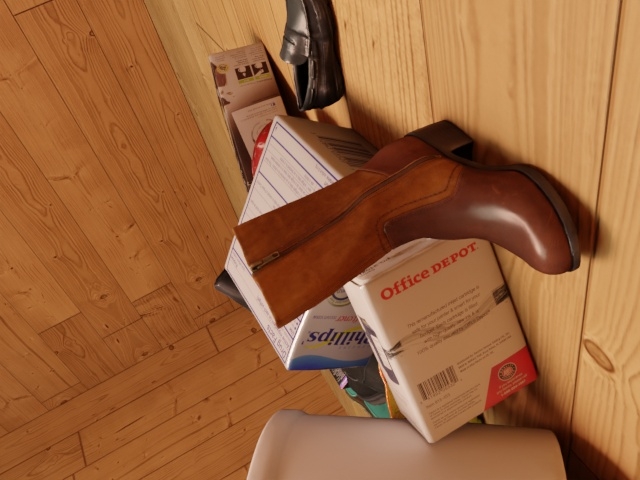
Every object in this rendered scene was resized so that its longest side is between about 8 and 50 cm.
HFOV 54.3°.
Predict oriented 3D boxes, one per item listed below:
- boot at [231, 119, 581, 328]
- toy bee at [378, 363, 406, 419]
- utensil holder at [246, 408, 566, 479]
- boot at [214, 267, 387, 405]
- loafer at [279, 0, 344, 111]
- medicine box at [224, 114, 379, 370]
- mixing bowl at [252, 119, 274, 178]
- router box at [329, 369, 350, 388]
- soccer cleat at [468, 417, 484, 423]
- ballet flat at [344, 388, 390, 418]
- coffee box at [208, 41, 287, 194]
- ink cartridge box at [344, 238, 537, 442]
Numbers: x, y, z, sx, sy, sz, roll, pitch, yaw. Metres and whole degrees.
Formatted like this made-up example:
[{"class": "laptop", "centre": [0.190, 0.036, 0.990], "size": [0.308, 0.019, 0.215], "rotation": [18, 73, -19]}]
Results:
[{"class": "boot", "centre": [0.070, 0.000, 0.619], "size": [0.264, 0.280, 0.096], "rotation": [53, 166, 40]}, {"class": "toy bee", "centre": [0.150, 0.299, 1.041], "size": [0.195, 0.162, 0.298], "rotation": [69, 178, -54]}, {"class": "utensil holder", "centre": [0.121, 0.400, 0.842], "size": [0.327, 0.385, 0.328], "rotation": [-2, -90, -76]}, {"class": "boot", "centre": [-0.019, 0.181, 1.302], "size": [0.445, 0.146, 0.367], "rotation": [28, 160, -8]}, {"class": "loafer", "centre": [-0.022, -0.280, 0.895], "size": [0.076, 0.078, 0.223], "rotation": [52, 165, 40]}, {"class": "medicine box", "centre": [0.000, 0.000, 0.939], "size": [0.263, 0.149, 0.289], "rotation": [50, 126, 47]}, {"class": "mixing bowl", "centre": [-0.022, -0.133, 1.100], "size": [0.098, 0.181, 0.182], "rotation": [-1, 121, 44]}, {"class": "router box", "centre": [0.092, 0.300, 1.582], "size": [0.133, 0.178, 0.046], "rotation": [55, 126, 32]}, {"class": "soccer cleat", "centre": [0.240, 0.377, 1.172], "size": [0.093, 0.121, 0.289], "rotation": [-135, 25, -60]}, {"class": "ballet flat", "centre": [0.156, 0.450, 1.810], "size": [0.348, 0.123, 0.123], "rotation": [42, 158, 60]}, {"class": "coffee box", "centre": [-0.128, -0.224, 1.277], "size": [0.168, 0.118, 0.297], "rotation": [95, 157, -70]}, {"class": "ink cartridge box", "centre": [0.150, 0.105, 0.800], "size": [0.237, 0.171, 0.100], "rotation": [65, 169, -17]}]
